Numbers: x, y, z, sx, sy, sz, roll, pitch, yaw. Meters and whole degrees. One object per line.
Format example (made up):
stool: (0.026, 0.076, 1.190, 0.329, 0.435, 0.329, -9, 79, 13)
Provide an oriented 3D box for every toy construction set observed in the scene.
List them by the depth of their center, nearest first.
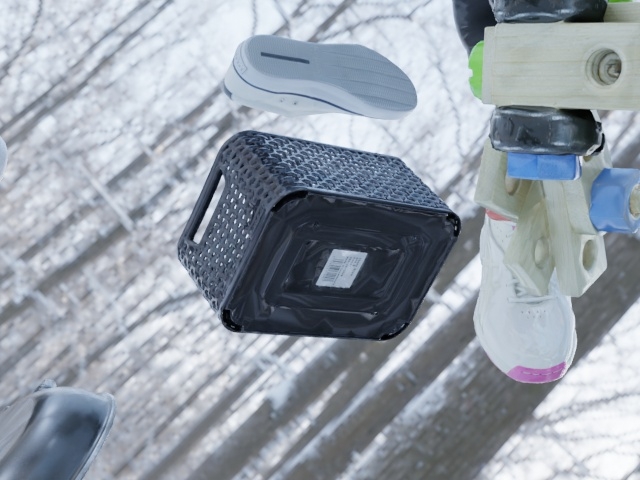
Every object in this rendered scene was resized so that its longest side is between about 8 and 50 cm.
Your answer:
toy construction set: (0.193, -0.062, 0.537, 0.327, 0.215, 0.151, -12, -93, 39)

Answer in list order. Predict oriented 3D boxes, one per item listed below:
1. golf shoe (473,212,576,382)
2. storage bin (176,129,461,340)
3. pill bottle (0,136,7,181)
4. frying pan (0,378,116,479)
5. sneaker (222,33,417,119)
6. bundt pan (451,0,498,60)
golf shoe: (0.230, 0.027, 1.398, 0.306, 0.115, 0.140, -89, 175, -50)
storage bin: (0.000, 0.000, 0.909, 0.084, 0.180, 0.122, 50, -58, 42)
pill bottle: (-0.432, -0.119, 1.170, 0.136, 0.136, 0.246, 22, -18, 47)
frying pan: (-0.196, 0.132, 0.814, 0.197, 0.326, 0.053, -37, -73, 25)
sneaker: (-0.002, -0.196, 1.530, 0.258, 0.094, 0.091, 11, -28, -27)
bundt pan: (0.296, -0.356, 1.695, 0.331, 0.124, 0.331, 165, -90, -76)
